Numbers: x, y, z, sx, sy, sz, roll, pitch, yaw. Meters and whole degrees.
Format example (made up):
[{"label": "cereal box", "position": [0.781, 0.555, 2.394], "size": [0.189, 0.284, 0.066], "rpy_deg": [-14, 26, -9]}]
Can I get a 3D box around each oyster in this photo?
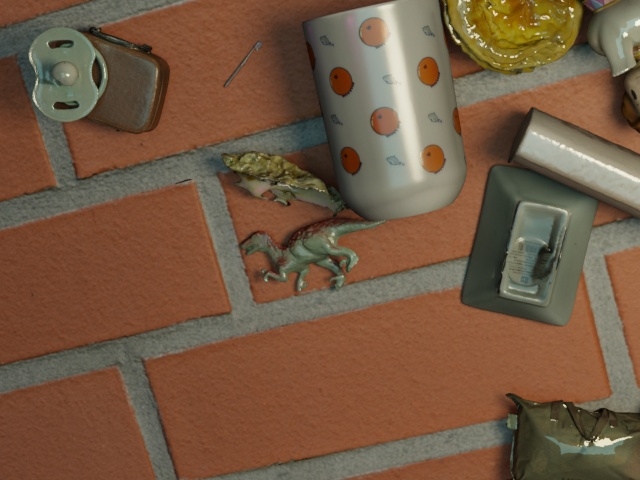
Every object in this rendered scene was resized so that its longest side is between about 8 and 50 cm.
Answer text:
[{"label": "oyster", "position": [-0.047, -0.098, 1.763], "size": [0.209, 0.133, 0.072], "rpy_deg": [11, 78, 28]}]

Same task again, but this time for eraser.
[{"label": "eraser", "position": [0.426, -0.107, 1.646], "size": [0.270, 0.174, 0.095], "rpy_deg": [26, 105, 4]}]

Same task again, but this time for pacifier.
[{"label": "pacifier", "position": [-0.398, -0.262, 1.715], "size": [0.127, 0.116, 0.150], "rpy_deg": [1, 97, -18]}]

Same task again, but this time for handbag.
[{"label": "handbag", "position": [0.429, 0.332, 1.759], "size": [0.270, 0.117, 0.182], "rpy_deg": [4, 92, 9]}, {"label": "handbag", "position": [-0.350, -0.268, 1.797], "size": [0.193, 0.072, 0.151], "rpy_deg": [23, 102, 6]}]

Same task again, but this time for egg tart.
[{"label": "egg tart", "position": [0.286, -0.364, 1.641], "size": [0.241, 0.106, 0.241], "rpy_deg": [0, 91, -19]}]

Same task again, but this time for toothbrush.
[{"label": "toothbrush", "position": [-0.128, -0.291, 1.789], "size": [0.008, 0.006, 0.097], "rpy_deg": [40, 104, -3]}]

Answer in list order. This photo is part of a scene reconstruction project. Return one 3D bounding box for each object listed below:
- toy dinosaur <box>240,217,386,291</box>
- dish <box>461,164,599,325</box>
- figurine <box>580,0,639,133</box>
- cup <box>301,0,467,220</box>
[{"label": "toy dinosaur", "position": [0.000, 0.000, 1.795], "size": [0.242, 0.053, 0.167], "rpy_deg": [-40, 85, 22]}, {"label": "dish", "position": [0.336, 0.014, 1.733], "size": [0.182, 0.080, 0.243], "rpy_deg": [12, 103, 7]}, {"label": "figurine", "position": [0.497, -0.269, 1.617], "size": [0.263, 0.189, 0.142], "rpy_deg": [59, 147, -6]}, {"label": "cup", "position": [0.106, -0.200, 1.663], "size": [0.212, 0.212, 0.317], "rpy_deg": [-10, 99, 11]}]
